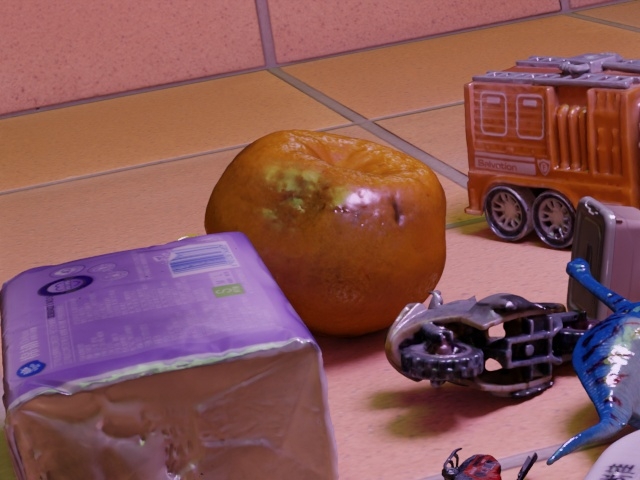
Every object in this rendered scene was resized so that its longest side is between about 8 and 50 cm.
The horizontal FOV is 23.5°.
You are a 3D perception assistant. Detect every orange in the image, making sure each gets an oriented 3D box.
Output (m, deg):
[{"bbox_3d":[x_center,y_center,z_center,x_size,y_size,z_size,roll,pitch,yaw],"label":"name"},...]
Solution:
[{"bbox_3d":[0.000,0.000,1.535,0.249,0.183,0.249,9,19,-3],"label":"orange"}]

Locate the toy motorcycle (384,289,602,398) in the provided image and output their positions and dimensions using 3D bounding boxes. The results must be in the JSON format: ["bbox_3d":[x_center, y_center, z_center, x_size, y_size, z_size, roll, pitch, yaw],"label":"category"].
[{"bbox_3d":[0.151,0.087,1.369,0.229,0.094,0.130,-7,8,-35],"label":"toy motorcycle"}]

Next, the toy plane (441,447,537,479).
[{"bbox_3d":[0.116,0.189,1.131,0.060,0.037,0.145,8,17,18],"label":"toy plane"}]

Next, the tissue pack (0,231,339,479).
[{"bbox_3d":[-0.135,0.120,1.275,0.242,0.160,0.338,-12,17,-8],"label":"tissue pack"}]

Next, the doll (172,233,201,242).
[{"bbox_3d":[-0.100,0.034,1.695,0.207,0.081,0.129,1,31,39],"label":"doll"}]

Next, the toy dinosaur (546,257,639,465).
[{"bbox_3d":[0.266,0.094,1.254,0.144,0.076,0.329,5,29,10],"label":"toy dinosaur"}]

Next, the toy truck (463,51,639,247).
[{"bbox_3d":[0.343,-0.104,1.710,0.173,0.207,0.387,-22,21,-39],"label":"toy truck"}]

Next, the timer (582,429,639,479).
[{"bbox_3d":[0.269,0.194,0.941,0.237,0.087,0.262,1,18,28],"label":"timer"}]

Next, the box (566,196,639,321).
[{"bbox_3d":[0.282,0.024,1.474,0.062,0.122,0.089,2,14,-11],"label":"box"}]
